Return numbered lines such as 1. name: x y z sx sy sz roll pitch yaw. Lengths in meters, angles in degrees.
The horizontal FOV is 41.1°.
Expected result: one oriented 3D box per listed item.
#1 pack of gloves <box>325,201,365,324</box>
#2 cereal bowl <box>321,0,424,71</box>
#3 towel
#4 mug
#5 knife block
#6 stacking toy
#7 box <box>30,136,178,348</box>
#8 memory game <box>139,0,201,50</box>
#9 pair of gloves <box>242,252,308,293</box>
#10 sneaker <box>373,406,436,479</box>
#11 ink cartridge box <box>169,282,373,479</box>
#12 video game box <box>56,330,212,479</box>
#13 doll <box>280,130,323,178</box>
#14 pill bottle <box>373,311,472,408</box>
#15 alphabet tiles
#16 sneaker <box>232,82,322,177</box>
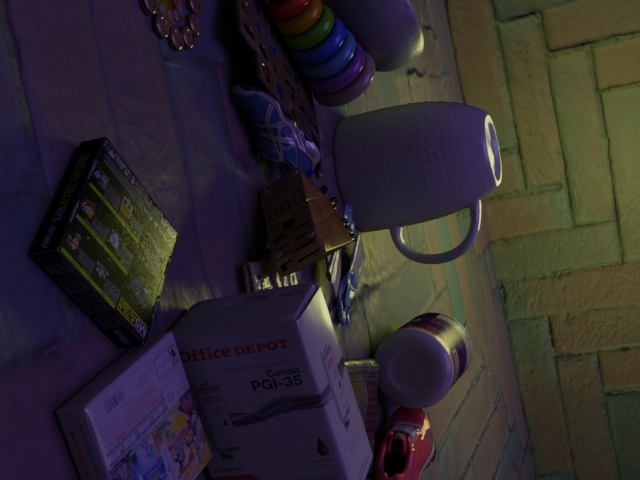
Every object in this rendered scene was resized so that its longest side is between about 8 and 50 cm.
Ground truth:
1. pack of gloves: 0.039 0.048 1.780 0.232 0.046 0.195 -73 158 -44
2. cereal bowl: 0.060 -0.488 1.796 0.339 0.141 0.339 51 -5 6
3. towel: 0.036 0.352 1.557 0.370 0.040 0.271 15 78 -67
4. mug: 0.240 -0.132 1.943 0.276 0.328 0.374 -8 88 -68
5. knife block: 0.000 0.000 1.516 0.242 0.088 0.275 45 20 -40
6. stacking toy: -0.027 -0.408 1.619 0.330 0.141 0.141 48 37 -42
7. box: -0.252 0.004 1.036 0.190 0.045 0.184 60 31 -44
8. memory game: -0.229 -0.380 1.301 0.186 0.012 0.186 -10 90 -69
9. pair of gloves: -0.064 0.135 1.456 0.204 0.042 0.240 -27 104 -64
10. sneaker: 0.178 0.437 1.789 0.314 0.116 0.136 -67 157 -55
11. ink cartridge box: -0.070 0.220 1.175 0.117 0.207 0.283 -54 130 -64
12. video game box: -0.214 0.235 1.024 0.205 0.048 0.187 -45 120 -64
13. doll: -0.028 -0.171 1.672 0.189 0.046 0.129 -65 141 -55
14. pill bottle: 0.250 0.269 1.996 0.323 0.182 0.181 -13 93 -69
15. alphabet tiles: -0.079 -0.338 1.584 0.342 0.011 0.285 50 25 -53
16. sneaker: -0.084 -0.188 1.490 0.081 0.080 0.211 -48 118 -9
